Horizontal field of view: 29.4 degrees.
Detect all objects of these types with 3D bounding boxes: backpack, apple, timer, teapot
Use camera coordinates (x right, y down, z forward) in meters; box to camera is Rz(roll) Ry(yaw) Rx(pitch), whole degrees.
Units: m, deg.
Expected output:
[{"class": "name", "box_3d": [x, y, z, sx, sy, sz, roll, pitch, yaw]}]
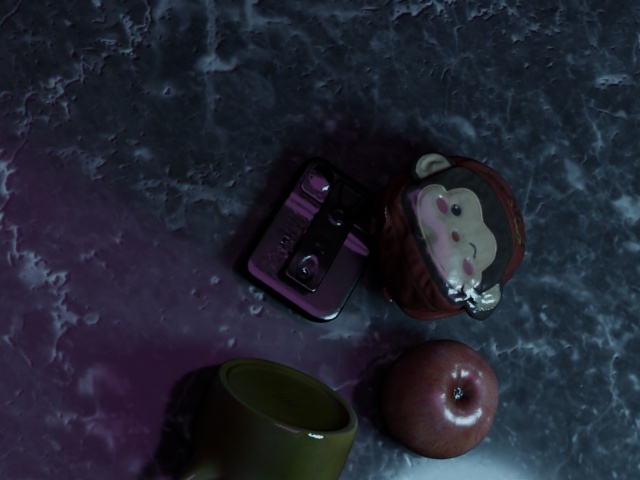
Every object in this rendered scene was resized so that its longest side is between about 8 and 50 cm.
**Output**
[{"class": "backpack", "box_3d": [0.172, -0.008, 1.580, 0.229, 0.139, 0.229, 8, 75, -34]}, {"class": "apple", "box_3d": [0.155, 0.200, 1.553, 0.153, 0.120, 0.154, 4, 79, -18]}, {"class": "timer", "box_3d": [0.000, 0.000, 1.568, 0.144, 0.055, 0.187, 34, 72, -11]}, {"class": "teapot", "box_3d": [-0.059, 0.256, 1.454, 0.267, 0.185, 0.175, 7, 114, -45]}]
